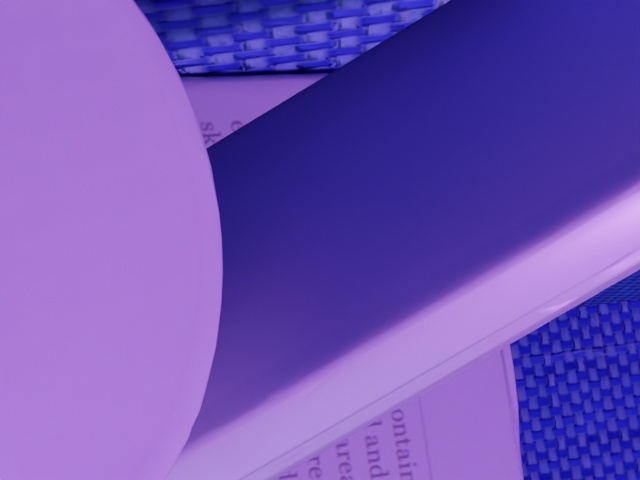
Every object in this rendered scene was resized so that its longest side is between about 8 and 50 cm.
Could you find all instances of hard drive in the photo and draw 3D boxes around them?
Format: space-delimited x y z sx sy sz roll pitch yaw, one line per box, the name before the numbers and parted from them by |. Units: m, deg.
hard drive | 0.000 0.000 0.567 0.307 0.040 0.203 -30 -152 5

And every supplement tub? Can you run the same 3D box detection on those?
supplement tub | -0.209 0.014 0.477 0.316 0.228 0.228 -7 173 41

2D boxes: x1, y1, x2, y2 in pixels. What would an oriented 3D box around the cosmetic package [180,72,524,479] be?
cosmetic package | -0.131 0.107 0.868 0.394 0.329 0.327 -4 169 -20
